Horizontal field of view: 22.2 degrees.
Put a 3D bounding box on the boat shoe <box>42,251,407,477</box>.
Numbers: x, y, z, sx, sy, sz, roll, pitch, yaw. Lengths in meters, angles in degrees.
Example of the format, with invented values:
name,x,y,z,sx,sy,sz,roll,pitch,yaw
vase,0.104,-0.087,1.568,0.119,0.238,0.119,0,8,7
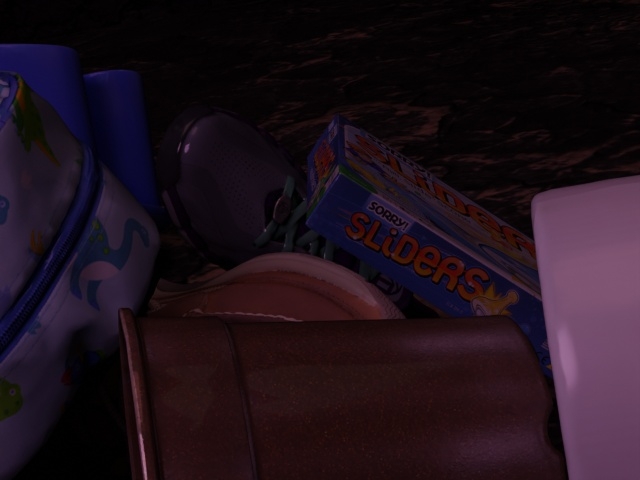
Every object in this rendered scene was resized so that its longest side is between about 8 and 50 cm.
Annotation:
name,x,y,z,sx,sy,sz,roll,pitch,yaw
boat shoe,-0.075,0.082,0.863,0.116,0.123,0.324,-30,15,-38

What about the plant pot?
name,x,y,z,sx,sy,sz,roll,pitch,yaw
plant pot,0.006,0.101,0.675,0.165,0.167,0.167,-6,16,-10

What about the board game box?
name,x,y,z,sx,sy,sz,roll,pitch,yaw
board game box,0.084,0.012,0.883,0.201,0.035,0.136,32,14,-10

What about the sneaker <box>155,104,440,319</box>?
name,x,y,z,sx,sy,sz,roll,pitch,yaw
sneaker,0.000,0.000,0.920,0.098,0.224,0.083,9,64,38

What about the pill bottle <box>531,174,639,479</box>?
name,x,y,z,sx,sy,sz,roll,pitch,yaw
pill bottle,0.269,0.039,0.600,0.361,0.204,0.204,-8,17,8

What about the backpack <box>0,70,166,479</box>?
name,x,y,z,sx,sy,sz,roll,pitch,yaw
backpack,-0.243,0.033,0.805,0.355,0.273,0.290,7,47,40

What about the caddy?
name,x,y,z,sx,sy,sz,roll,pitch,yaw
caddy,-0.286,-0.040,1.286,0.341,0.179,0.241,-6,-5,20
